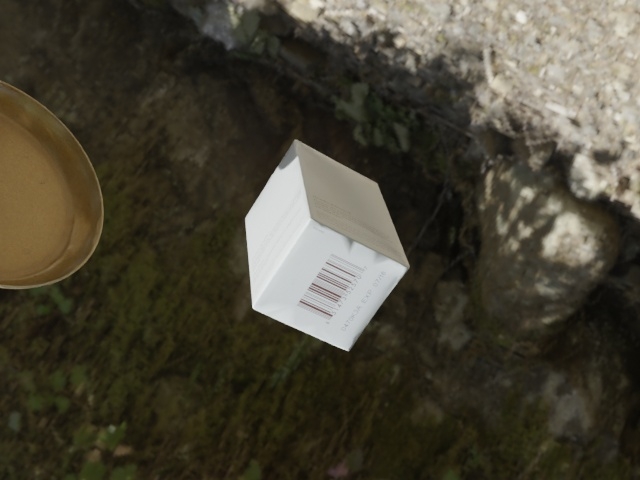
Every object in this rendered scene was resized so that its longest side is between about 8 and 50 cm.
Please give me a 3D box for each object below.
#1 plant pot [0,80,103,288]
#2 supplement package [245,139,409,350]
[{"bbox_3d":[-0.316,-0.055,0.888,0.236,0.236,0.032,40,129,-19],"label":"plant pot"},{"bbox_3d":[0.000,0.000,0.889,0.105,0.105,0.179,25,-157,-19],"label":"supplement package"}]
